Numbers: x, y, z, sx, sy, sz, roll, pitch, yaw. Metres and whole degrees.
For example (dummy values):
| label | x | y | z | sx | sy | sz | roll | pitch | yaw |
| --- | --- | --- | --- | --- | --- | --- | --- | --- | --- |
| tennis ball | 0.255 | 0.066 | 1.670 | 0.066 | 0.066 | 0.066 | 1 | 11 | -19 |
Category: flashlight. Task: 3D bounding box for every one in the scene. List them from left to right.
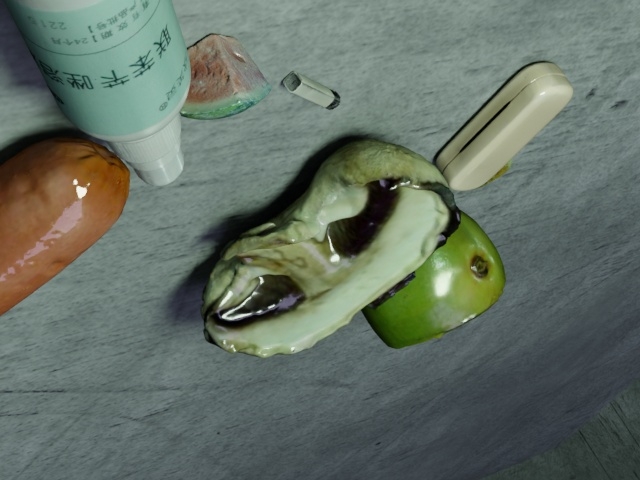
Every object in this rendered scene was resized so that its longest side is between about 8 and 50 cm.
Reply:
| label | x | y | z | sx | sy | sz | roll | pitch | yaw |
| --- | --- | --- | --- | --- | --- | --- | --- | --- | --- |
| flashlight | -0.007 | -0.148 | 1.267 | 0.018 | 0.018 | 0.083 | -40 | 156 | 18 |

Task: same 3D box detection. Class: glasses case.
| label | x | y | z | sx | sy | sz | roll | pitch | yaw |
| --- | --- | --- | --- | --- | --- | --- | --- | --- | --- |
| glasses case | 0.221 | -0.135 | 1.537 | 0.083 | 0.050 | 0.196 | 0 | 142 | -48 |

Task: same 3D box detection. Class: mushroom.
| label | x | y | z | sx | sy | sz | roll | pitch | yaw |
| --- | --- | --- | --- | --- | --- | --- | --- | --- | --- |
| mushroom | 0.000 | -0.002 | 1.462 | 0.247 | 0.130 | 0.344 | 12 | 134 | -37 |

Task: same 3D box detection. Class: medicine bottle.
| label | x | y | z | sx | sy | sz | roll | pitch | yaw |
| --- | --- | --- | --- | --- | --- | --- | --- | --- | --- |
| medicine bottle | -0.157 | -0.139 | 0.974 | 0.110 | 0.110 | 0.352 | -27 | 157 | -8 |

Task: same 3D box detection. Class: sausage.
| label | x | y | z | sx | sy | sz | roll | pitch | yaw |
| --- | --- | --- | --- | --- | --- | --- | --- | --- | --- |
| sausage | -0.282 | 0.002 | 1.125 | 0.259 | 0.113 | 0.113 | -36 | 157 | 10 |

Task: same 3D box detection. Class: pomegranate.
| label | x | y | z | sx | sy | sz | roll | pitch | yaw |
| --- | --- | --- | --- | --- | --- | --- | --- | --- | --- |
| pomegranate | 0.125 | 0.024 | 1.640 | 0.190 | 0.159 | 0.241 | -29 | -171 | 5 |

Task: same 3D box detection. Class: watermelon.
| label | x | y | z | sx | sy | sz | roll | pitch | yaw |
| --- | --- | --- | --- | --- | --- | --- | --- | --- | --- |
| watermelon | -0.094 | -0.139 | 1.117 | 0.084 | 0.092 | 0.072 | -36 | 118 | -11 |

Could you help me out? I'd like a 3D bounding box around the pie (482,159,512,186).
| label | x | y | z | sx | sy | sz | roll | pitch | yaw |
| --- | --- | --- | --- | --- | --- | --- | --- | --- | --- |
| pie | 0.218 | -0.093 | 1.664 | 0.085 | 0.017 | 0.085 | -26 | 158 | -11 |
